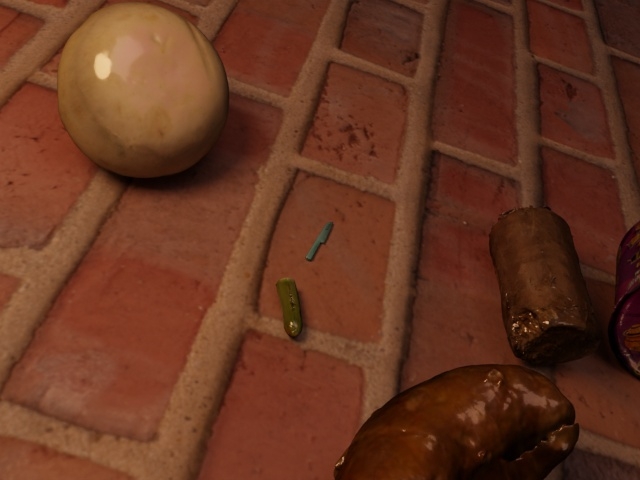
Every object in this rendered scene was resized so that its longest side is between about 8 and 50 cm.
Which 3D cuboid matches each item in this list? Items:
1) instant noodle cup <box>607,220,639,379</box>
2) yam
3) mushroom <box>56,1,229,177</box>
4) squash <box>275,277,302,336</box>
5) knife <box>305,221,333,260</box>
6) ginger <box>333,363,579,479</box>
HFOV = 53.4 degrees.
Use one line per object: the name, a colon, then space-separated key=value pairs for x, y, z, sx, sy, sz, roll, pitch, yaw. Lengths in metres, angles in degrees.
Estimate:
instant noodle cup: x=0.553 y=0.076 z=0.940 sx=0.251 sy=0.251 sz=0.190 roll=25 pitch=38 yaw=1
yam: x=0.323 y=0.068 z=0.926 sx=0.129 sy=0.128 sz=0.238 roll=-12 pitch=41 yaw=14
mushroom: x=-0.257 y=-0.211 z=0.912 sx=0.246 sy=0.202 sz=0.246 roll=-2 pitch=94 yaw=-35
squash: x=-0.039 y=0.090 z=0.835 sx=0.027 sy=0.027 sz=0.083 roll=1 pitch=52 yaw=-20
knife: x=0.000 y=0.000 z=0.943 sx=0.014 sy=0.005 sz=0.091 roll=26 pitch=46 yaw=4
ginger: x=0.128 y=0.240 z=0.692 sx=0.321 sy=0.172 sz=0.165 roll=-24 pitch=100 yaw=-28
